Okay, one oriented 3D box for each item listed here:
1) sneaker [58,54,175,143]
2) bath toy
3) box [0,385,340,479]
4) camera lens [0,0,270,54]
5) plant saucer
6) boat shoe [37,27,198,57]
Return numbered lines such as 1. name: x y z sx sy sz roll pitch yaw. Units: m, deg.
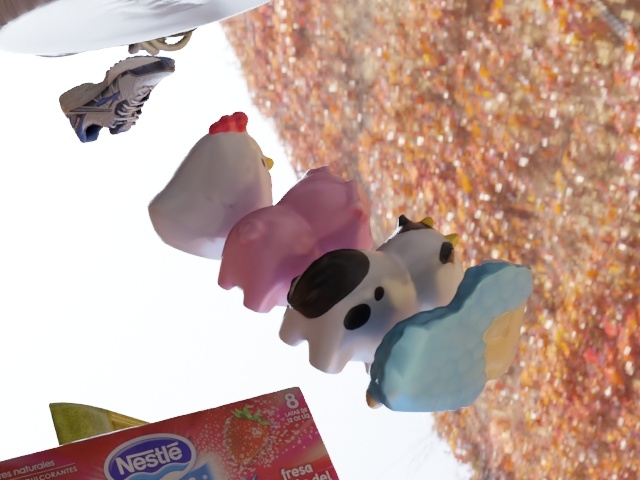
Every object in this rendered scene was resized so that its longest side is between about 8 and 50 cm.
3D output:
1. sneaker: -0.183 -0.130 0.988 0.052 0.135 0.058 -7 -103 -57
2. bath toy: 0.000 0.000 0.837 0.151 0.129 0.348 3 -159 -46
3. box: -0.120 0.203 0.712 0.256 0.128 0.123 -11 -119 -28
4. camera lens: -0.129 -0.267 0.609 0.219 0.219 0.274 -15 -87 -12
5. plant saucer: -0.170 0.247 1.047 0.045 0.188 0.188 -34 -123 15
6. boat shoe: -0.125 -0.197 0.806 0.306 0.113 0.105 -17 -126 22
